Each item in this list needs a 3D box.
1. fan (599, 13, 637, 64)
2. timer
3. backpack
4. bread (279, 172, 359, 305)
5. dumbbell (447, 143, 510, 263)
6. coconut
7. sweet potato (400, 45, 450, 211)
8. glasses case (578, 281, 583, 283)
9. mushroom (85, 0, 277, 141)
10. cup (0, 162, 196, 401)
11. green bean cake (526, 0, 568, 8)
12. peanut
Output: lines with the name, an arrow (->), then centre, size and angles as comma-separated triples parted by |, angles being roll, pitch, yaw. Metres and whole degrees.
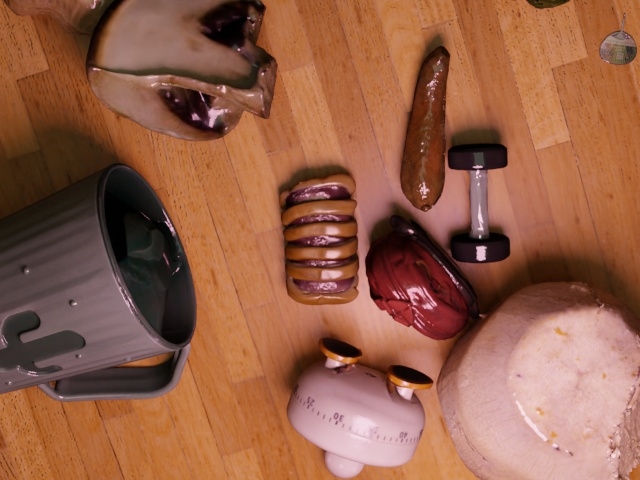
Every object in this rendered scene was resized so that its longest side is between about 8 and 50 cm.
fan -> 0.501, -0.325, 1.601 | 0.060, 0.003, 0.080 | 35, 100, -4
timer -> 0.054, 0.310, 1.628 | 0.234, 0.233, 0.240 | 19, 98, -1
backpack -> 0.158, 0.075, 1.584 | 0.139, 0.229, 0.229 | -41, 96, 14
bread -> 0.000, 0.000, 1.648 | 0.134, 0.081, 0.225 | -4, 101, 5
dumbbell -> 0.264, -0.063, 1.613 | 0.100, 0.100, 0.191 | -4, 99, 4
coconut -> 0.365, 0.245, 1.554 | 0.346, 0.360, 0.346 | 2, 74, -6
sweet potato -> 0.179, -0.185, 1.612 | 0.075, 0.075, 0.273 | 6, 97, 2
glasses case -> 0.449, 0.115, 1.673 | 0.034, 0.023, 0.083 | -15, 99, 4
mushroom -> -0.207, -0.297, 1.590 | 0.292, 0.212, 0.217 | 4, 60, 6
cup -> -0.408, 0.119, 1.585 | 0.392, 0.310, 0.400 | -20, 97, 12
green bean cake -> 0.296, -0.544, 1.466 | 0.335, 0.218, 0.319 | 20, 101, -3
peanut -> -0.423, -0.444, 1.576 | 0.233, 0.110, 0.196 | 16, 101, -2
